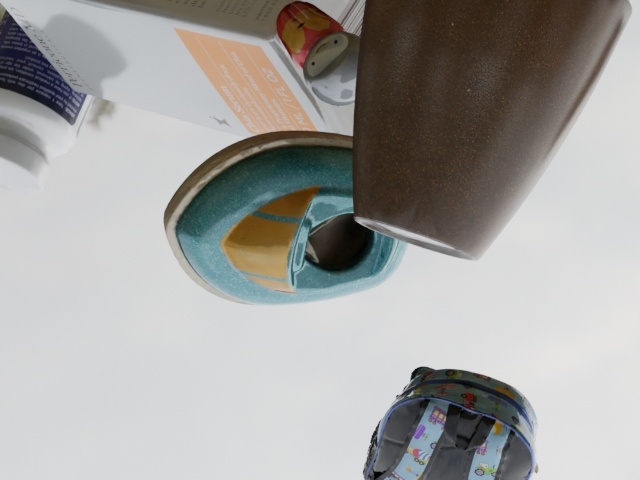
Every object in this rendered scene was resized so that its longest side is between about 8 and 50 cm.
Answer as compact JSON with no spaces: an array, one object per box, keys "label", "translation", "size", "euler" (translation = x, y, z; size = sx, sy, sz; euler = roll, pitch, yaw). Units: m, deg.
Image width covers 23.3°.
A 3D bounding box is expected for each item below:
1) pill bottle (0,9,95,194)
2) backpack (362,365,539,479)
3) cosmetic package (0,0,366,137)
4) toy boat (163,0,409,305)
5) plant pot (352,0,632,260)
[{"label":"pill bottle","translation":[-0.371,-0.203,2.029],"size":[0.153,0.153,0.264],"euler":[6,-114,33]},{"label":"backpack","translation":[0.129,0.182,1.439],"size":[0.158,0.173,0.117],"euler":[20,-132,8]},{"label":"cosmetic package","translation":[-0.141,-0.253,1.754],"size":[0.453,0.230,0.161],"euler":[17,-113,37]},{"label":"toy boat","translation":[-0.014,-0.067,1.498],"size":[0.267,0.318,0.148],"euler":[-6,-148,-22]},{"label":"plant pot","translation":[0.112,-0.109,1.254],"size":[0.215,0.230,0.215],"euler":[19,176,1]}]
